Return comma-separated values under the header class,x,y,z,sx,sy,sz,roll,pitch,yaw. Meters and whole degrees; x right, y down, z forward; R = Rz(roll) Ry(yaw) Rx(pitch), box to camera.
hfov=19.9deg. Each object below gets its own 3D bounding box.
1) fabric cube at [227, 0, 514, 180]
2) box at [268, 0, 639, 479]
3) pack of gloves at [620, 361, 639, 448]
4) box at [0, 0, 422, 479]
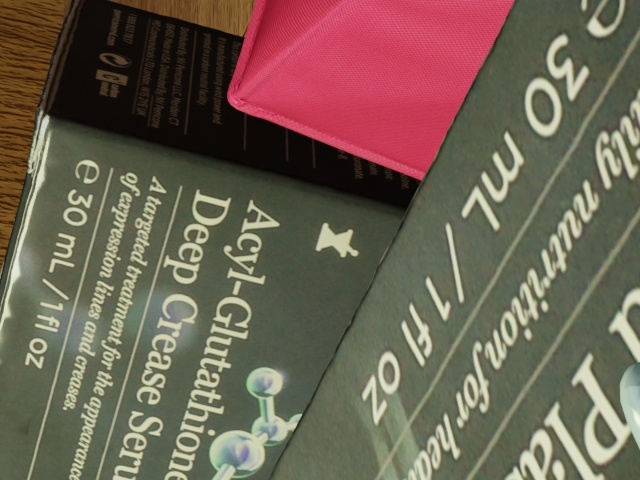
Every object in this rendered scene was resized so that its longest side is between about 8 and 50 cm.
class,x,y,z,sx,sy,sz,roll,pitch,yaw
fabric cube,0.146,-0.154,0.753,0.258,0.259,0.254,147,141,-65
box,0.195,0.221,0.491,0.472,0.297,0.480,59,139,35
pack of gloves,0.126,0.092,0.294,0.195,0.046,0.232,126,136,-58
box,0.002,0.066,1.089,0.212,0.395,0.293,-95,20,-64
